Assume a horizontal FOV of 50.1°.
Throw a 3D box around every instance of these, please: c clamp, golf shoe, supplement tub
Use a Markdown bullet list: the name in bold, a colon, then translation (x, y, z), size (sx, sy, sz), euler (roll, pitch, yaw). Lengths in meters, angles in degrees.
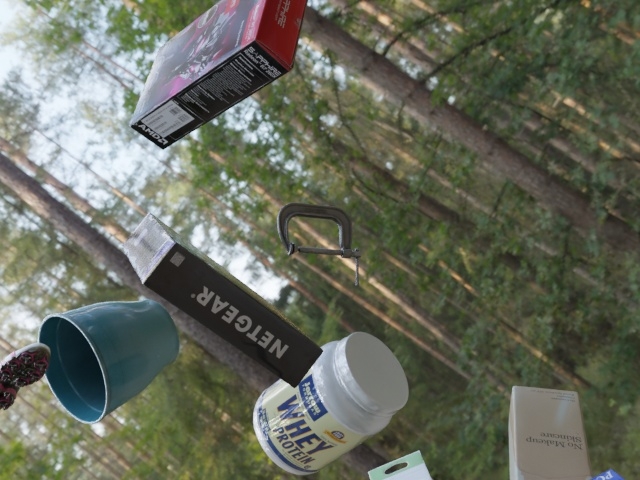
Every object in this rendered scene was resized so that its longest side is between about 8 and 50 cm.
- **c clamp**: translation (0.000, 0.000, 1.187), size (0.022, 0.161, 0.137), euler (143, 135, -65)
- **golf shoe**: translation (-0.540, 0.225, 1.224), size (0.186, 0.067, 0.086), euler (-38, 30, 27)
- **supplement tub**: translation (0.023, 0.382, 1.614), size (0.325, 0.235, 0.235), euler (-42, -4, 29)

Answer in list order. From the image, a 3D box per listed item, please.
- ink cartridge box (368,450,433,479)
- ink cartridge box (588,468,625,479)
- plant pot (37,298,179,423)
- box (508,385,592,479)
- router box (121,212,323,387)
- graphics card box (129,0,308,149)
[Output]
- **ink cartridge box**: translation (0.238, 0.706, 1.911), size (0.171, 0.056, 0.235), euler (-23, 19, 0)
- **ink cartridge box**: translation (0.399, 0.441, 1.069), size (0.207, 0.046, 0.097), euler (-23, 12, -6)
- **plant pot**: translation (-0.498, 0.264, 1.671), size (0.255, 0.272, 0.271), euler (-24, -33, -49)
- **box**: translation (0.453, 0.437, 1.367), size (0.311, 0.148, 0.121), euler (-64, -26, -62)
- **router box**: translation (-0.167, 0.093, 1.130), size (0.081, 0.309, 0.243), euler (-52, 26, -4)
- **graphics card box**: translation (-0.191, -0.342, 1.282), size (0.371, 0.094, 0.232), euler (-21, 47, 39)
